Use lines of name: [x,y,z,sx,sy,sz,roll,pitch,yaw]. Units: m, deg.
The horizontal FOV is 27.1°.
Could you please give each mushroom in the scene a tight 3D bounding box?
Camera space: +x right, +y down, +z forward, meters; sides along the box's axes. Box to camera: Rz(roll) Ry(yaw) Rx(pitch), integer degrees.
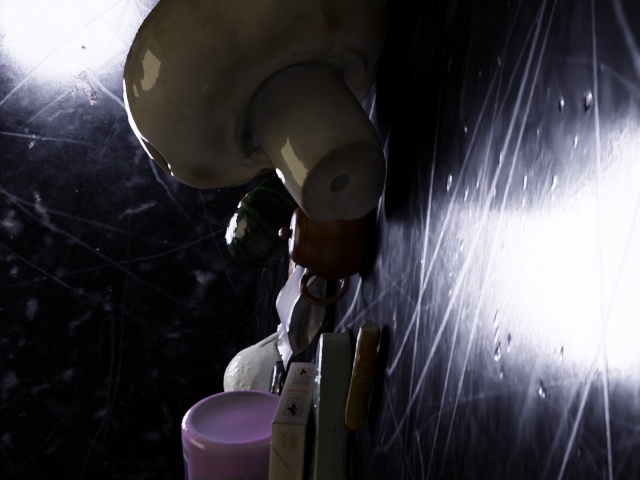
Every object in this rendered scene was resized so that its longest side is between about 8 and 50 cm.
mushroom: [-0.068,-0.213,1.624,0.353,0.353,0.325,-97,-2,-63]

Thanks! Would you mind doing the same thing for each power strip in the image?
power strip: [0.012,0.246,1.708,0.080,0.048,0.286,112,164,-67]

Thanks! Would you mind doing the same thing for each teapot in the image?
teapot: [0.000,0.000,1.725,0.116,0.116,0.173,118,155,-75]

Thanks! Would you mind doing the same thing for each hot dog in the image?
hot dog: [0.048,0.158,1.512,0.044,0.028,0.137,-39,-37,-61]

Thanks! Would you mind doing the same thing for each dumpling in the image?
dumpling: [-0.117,0.282,2.573,0.166,0.126,0.215,64,-155,-70]

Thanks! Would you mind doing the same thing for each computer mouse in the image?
computer mouse: [-0.050,0.254,2.150,0.217,0.073,0.122,117,164,-77]

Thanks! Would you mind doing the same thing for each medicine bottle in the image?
medicine bottle: [-0.116,0.391,2.020,0.178,0.178,0.290,-98,6,-66]

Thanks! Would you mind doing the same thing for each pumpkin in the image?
pumpkin: [-0.074,-0.029,2.094,0.167,0.125,0.167,-63,0,0]

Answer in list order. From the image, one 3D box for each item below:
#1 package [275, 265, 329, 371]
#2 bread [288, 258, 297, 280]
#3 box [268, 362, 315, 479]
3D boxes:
package: [-0.013,0.063,2.090,0.204,0.062,0.250,-108,37,-76]
bread: [-0.037,0.037,2.393,0.094,0.035,0.090,156,119,-83]
box: [-0.041,0.375,1.837,0.204,0.051,0.365,-69,-17,-71]
